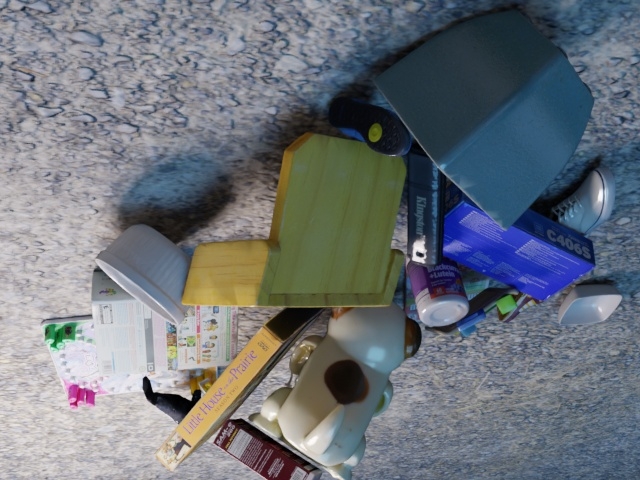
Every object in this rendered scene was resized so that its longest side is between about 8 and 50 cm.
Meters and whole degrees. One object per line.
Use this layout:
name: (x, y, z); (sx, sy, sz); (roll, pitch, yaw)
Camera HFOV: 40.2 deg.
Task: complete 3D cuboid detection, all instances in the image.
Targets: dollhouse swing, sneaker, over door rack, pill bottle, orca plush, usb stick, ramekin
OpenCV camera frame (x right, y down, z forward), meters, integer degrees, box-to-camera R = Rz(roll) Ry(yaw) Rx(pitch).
dollhouse swing: (-0.042, -0.026, 1.650); (0.346, 0.305, 0.315); (3, 176, -43)
sneaker: (0.502, 0.147, 2.148); (0.083, 0.070, 0.185); (7, 143, -16)
sneaker: (0.099, -0.188, 1.458); (0.082, 0.209, 0.069); (12, 105, -37)
over door rack: (-0.132, 0.408, 2.281); (0.324, 0.108, 0.239); (-18, 146, -9)
pill bottle: (0.243, 0.075, 1.862); (0.108, 0.194, 0.108); (-8, 146, -5)
orca plush: (-0.356, 0.408, 2.226); (0.102, 0.151, 0.287); (-54, 135, -15)
usb stick: (0.205, -0.065, 1.702); (0.077, 0.045, 0.278); (10, 130, 18)
sneaker: (0.537, -0.057, 1.838); (0.091, 0.094, 0.258); (-7, 147, -13)
ramekin: (-0.321, 0.060, 1.690); (0.109, 0.207, 0.207); (-52, 147, -15)

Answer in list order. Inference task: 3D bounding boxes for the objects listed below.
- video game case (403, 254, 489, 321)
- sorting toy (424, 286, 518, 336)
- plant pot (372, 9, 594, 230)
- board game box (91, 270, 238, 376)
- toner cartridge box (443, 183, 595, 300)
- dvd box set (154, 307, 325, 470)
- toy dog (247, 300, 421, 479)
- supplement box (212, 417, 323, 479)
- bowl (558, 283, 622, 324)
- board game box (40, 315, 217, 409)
video game case: (0.299, 0.104, 2.072); (0.204, 0.025, 0.285); (-9, 146, -2)
sorting toy: (0.339, 0.167, 1.951); (0.196, 0.047, 0.347); (-31, -179, -5)
plant pot: (0.286, -0.220, 1.419); (0.252, 0.248, 0.247); (-42, 138, 14)
board game box: (-0.332, 0.173, 1.889); (0.303, 0.097, 0.224); (-2, 129, -11)
toner cartridge box: (0.385, 0.002, 1.824); (0.347, 0.075, 0.165); (24, 137, -21)
dvd box set: (-0.169, 0.303, 1.948); (0.420, 0.062, 0.307); (-50, 173, 21)
toy dog: (0.045, 0.301, 2.008); (0.284, 0.408, 0.395); (29, 165, 11)
supplement box: (-0.120, 0.503, 2.020); (0.073, 0.239, 0.130); (-58, 166, -4)
bowl: (0.681, 0.157, 2.226); (0.142, 0.053, 0.142); (-2, 145, -11)
board game box: (-0.447, 0.294, 2.124); (0.389, 0.050, 0.390); (-5, 146, -9)
